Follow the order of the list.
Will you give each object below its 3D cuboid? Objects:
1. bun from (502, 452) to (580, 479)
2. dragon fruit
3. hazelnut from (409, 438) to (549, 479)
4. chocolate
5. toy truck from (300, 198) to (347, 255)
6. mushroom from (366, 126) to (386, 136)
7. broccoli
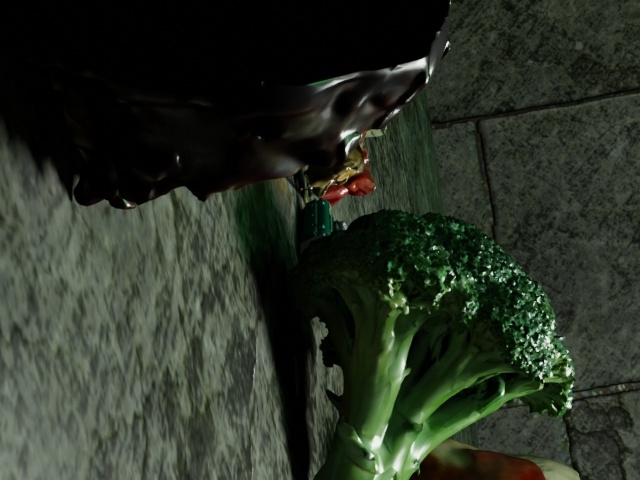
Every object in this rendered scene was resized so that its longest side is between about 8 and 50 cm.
[{"bbox_3d":[0.244,0.455,1.930,0.360,0.210,0.360,-5,90,-87],"label":"bun"},{"bbox_3d":[-0.012,-0.120,1.413,0.092,0.122,0.192,-23,113,-40],"label":"dragon fruit"},{"bbox_3d":[0.120,0.309,1.357,0.241,0.261,0.261,-50,140,-34],"label":"hazelnut"},{"bbox_3d":[-0.056,-0.075,0.724,0.206,0.224,0.177,49,-40,29],"label":"chocolate"},{"bbox_3d":[0.000,0.000,1.384,0.044,0.039,0.083,55,20,-31],"label":"toy truck"},{"bbox_3d":[0.026,-0.275,1.694,0.107,0.087,0.333,-68,150,-75],"label":"mushroom"},{"bbox_3d":[0.066,0.101,1.212,0.269,0.254,0.269,-12,106,-48],"label":"broccoli"}]
